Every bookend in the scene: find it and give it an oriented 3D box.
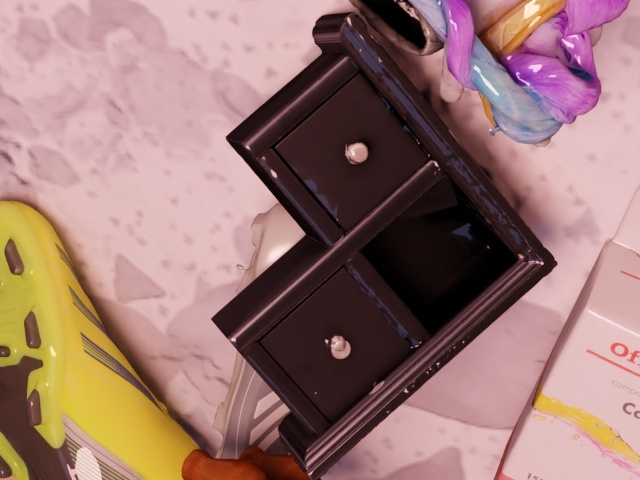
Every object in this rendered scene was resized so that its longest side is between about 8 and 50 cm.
[{"bbox_3d":[0.000,0.000,0.753,0.156,0.072,0.157,-41,103,-5],"label":"bookend"}]

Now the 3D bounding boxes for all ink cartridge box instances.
[{"bbox_3d":[0.169,0.080,0.788,0.115,0.067,0.198,23,127,7],"label":"ink cartridge box"}]

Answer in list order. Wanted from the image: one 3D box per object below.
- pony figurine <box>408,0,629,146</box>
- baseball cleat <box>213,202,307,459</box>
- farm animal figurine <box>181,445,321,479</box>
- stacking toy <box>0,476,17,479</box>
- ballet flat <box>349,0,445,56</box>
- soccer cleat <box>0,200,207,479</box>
[{"bbox_3d":[0.066,-0.214,0.538,0.363,0.303,0.351,54,146,-10],"label":"pony figurine"},{"bbox_3d":[-0.002,0.076,0.858,0.109,0.072,0.206,14,129,7],"label":"baseball cleat"},{"bbox_3d":[-0.028,0.290,0.792,0.172,0.330,0.327,19,160,35],"label":"farm animal figurine"},{"bbox_3d":[-0.259,0.233,1.044,0.330,0.141,0.141,-30,107,41],"label":"stacking toy"},{"bbox_3d":[0.001,-0.153,0.718,0.173,0.049,0.057,39,127,-5],"label":"ballet flat"},{"bbox_3d":[-0.128,0.110,0.922,0.093,0.121,0.289,-23,90,39],"label":"soccer cleat"}]
